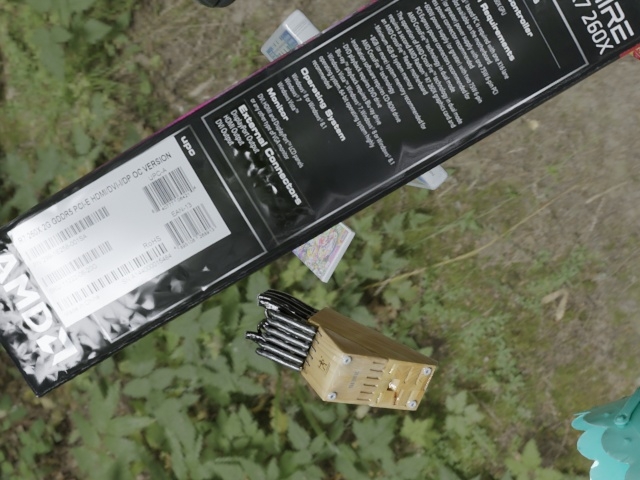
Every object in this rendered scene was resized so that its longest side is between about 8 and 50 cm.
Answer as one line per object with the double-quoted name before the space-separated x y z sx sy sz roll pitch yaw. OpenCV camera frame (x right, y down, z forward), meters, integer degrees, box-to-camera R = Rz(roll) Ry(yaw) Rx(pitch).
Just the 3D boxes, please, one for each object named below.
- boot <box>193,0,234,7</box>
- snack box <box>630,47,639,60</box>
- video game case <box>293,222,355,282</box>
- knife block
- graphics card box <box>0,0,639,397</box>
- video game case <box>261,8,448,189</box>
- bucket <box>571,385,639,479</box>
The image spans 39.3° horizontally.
"boot" -0.161 -0.274 0.658 0.161 0.083 0.246 4 138 53
"snack box" 0.358 -0.267 1.024 0.141 0.037 0.100 45 156 35
"video game case" 0.000 0.000 1.366 0.087 0.011 0.122 -60 36 10
"knife block" 0.022 0.169 1.478 0.242 0.276 0.088 45 118 53
"graphics card box" -0.008 -0.062 0.543 0.371 0.233 0.094 -31 98 6
"video game case" 0.037 -0.198 1.330 0.036 0.329 0.300 -44 101 -2
"bucket" 0.465 0.310 1.153 0.183 0.281 0.281 -23 89 2
